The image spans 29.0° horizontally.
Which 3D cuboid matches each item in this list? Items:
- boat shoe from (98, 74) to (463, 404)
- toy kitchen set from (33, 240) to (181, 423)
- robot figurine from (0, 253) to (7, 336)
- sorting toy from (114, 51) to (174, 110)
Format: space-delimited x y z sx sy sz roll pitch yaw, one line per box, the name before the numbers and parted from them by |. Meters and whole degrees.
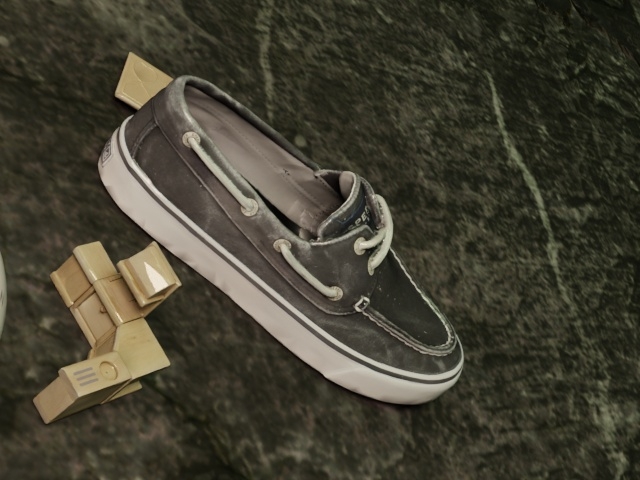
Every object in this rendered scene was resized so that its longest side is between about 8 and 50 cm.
boat shoe | 0.000 0.000 0.829 0.301 0.102 0.108 39 35 -17
toy kitchen set | -0.124 0.040 0.674 0.075 0.068 0.083 -16 71 -55
robot figurine | -0.241 -0.032 0.516 0.209 0.173 0.278 -2 60 -47
sorting toy | -0.106 -0.095 0.876 0.083 0.012 0.062 32 33 -21
